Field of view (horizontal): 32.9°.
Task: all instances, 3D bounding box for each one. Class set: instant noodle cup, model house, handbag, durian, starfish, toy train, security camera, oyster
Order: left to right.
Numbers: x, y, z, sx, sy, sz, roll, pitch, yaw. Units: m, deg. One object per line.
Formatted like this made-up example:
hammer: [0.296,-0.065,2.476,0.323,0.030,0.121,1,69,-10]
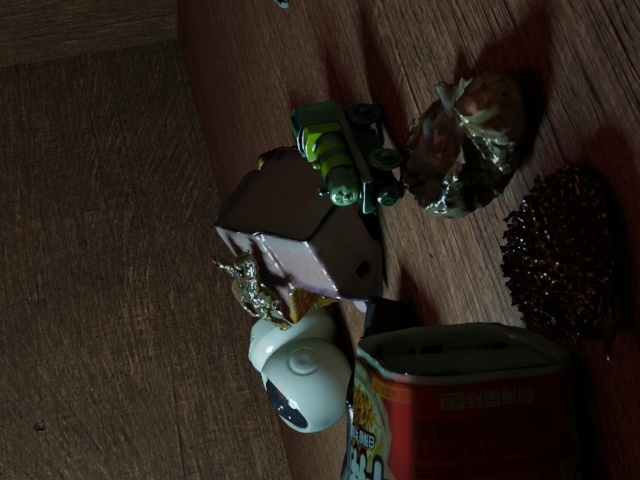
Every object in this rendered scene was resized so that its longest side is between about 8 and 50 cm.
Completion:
starfish: [-0.104,0.082,1.775,0.150,0.053,0.210,26,158,52]
security camera: [-0.027,0.261,2.133,0.194,0.194,0.236,93,157,-52]
model house: [0.000,0.000,1.779,0.237,0.202,0.237,8,140,41]
toy train: [0.041,-0.118,1.530,0.200,0.132,0.083,-110,13,-46]
handbag: [0.085,0.233,1.621,0.247,0.080,0.223,91,-169,-47]
instant noodle cup: [0.145,0.256,1.114,0.294,0.293,0.308,-151,57,-76]
oyster: [0.152,-0.115,1.153,0.294,0.094,0.166,-104,25,-72]
durian: [0.207,0.027,0.953,0.148,0.091,0.188,96,158,-57]

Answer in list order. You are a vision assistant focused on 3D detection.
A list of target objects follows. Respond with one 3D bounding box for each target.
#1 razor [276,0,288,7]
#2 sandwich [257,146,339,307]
razor: [-0.076,-0.529,1.978,0.084,0.036,0.211,46,149,24]
sandwich: [-0.035,-0.040,2.068,0.301,0.099,0.271,-138,37,-73]
